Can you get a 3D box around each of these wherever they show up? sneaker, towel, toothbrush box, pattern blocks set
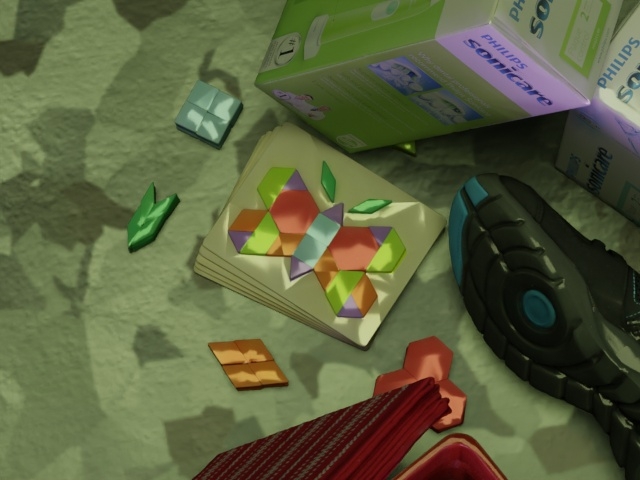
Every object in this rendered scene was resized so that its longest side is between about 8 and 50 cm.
[{"bbox_3d":[0.240,0.074,1.474,0.140,0.125,0.341,-34,80,-35],"label":"sneaker"},{"bbox_3d":[-0.044,0.193,1.348,0.199,0.275,0.031,-41,101,-44],"label":"towel"},{"bbox_3d":[0.104,-0.201,1.442,0.122,0.283,0.206,33,64,-30],"label":"toothbrush box"},{"bbox_3d":[0.346,-0.052,1.441,0.295,0.216,0.126,37,80,10],"label":"toothbrush box"},{"bbox_3d":[0.000,0.000,1.541,0.325,0.026,0.285,17,76,7],"label":"pattern blocks set"}]

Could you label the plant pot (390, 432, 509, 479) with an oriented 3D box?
[{"bbox_3d":[0.082,0.338,1.340,0.267,0.236,0.267,-38,78,-7],"label":"plant pot"}]
